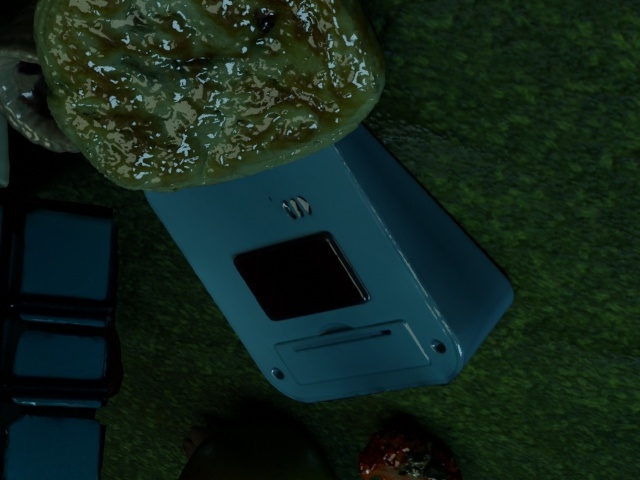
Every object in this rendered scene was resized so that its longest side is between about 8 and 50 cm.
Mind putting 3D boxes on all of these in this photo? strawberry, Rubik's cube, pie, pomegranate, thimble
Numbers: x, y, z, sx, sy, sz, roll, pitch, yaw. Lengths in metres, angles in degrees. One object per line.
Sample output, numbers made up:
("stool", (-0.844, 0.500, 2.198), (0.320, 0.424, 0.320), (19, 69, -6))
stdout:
("strawberry", (0.087, 0.213, 1.468), (0.104, 0.048, 0.152), (17, 164, 5))
("Rubik's cube", (-0.360, 0.097, 1.298), (0.283, 0.288, 0.293), (9, 170, -36))
("pie", (-0.072, -0.120, 1.029), (0.240, 0.054, 0.240), (1, 133, 1))
("pomegranate", (-0.073, 0.250, 1.551), (0.209, 0.180, 0.180), (49, 169, 45))
("thimble", (-0.182, -0.129, 1.137), (0.102, 0.090, 0.115), (44, 147, -19))

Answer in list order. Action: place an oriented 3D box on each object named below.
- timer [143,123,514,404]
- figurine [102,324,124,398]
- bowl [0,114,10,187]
("timer", (0.000, 0.000, 1.224), (0.232, 0.091, 0.250), (-14, 118, 48))
("figurine", (-0.288, 0.153, 1.546), (0.187, 0.168, 0.315), (37, 148, -11))
("bowl", (-0.364, -0.125, 1.181), (0.277, 0.145, 0.277), (9, 177, 0))
